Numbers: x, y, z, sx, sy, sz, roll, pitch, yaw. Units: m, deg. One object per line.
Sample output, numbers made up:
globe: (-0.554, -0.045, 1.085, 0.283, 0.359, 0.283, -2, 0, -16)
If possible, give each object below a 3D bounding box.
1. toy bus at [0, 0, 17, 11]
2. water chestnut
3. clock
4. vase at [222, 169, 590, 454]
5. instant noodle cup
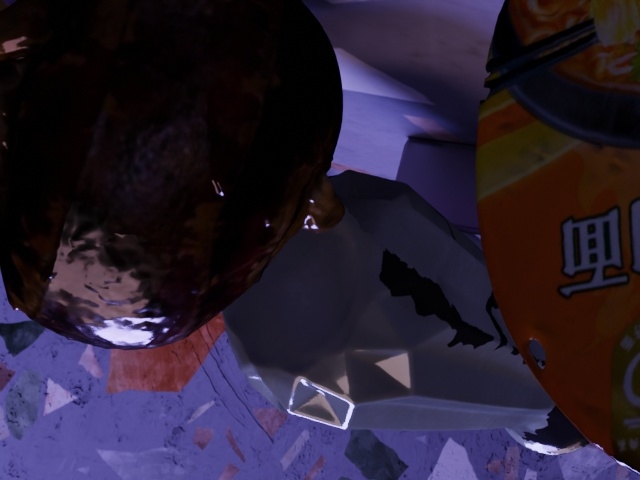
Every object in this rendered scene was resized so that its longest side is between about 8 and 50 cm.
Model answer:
toy bus: (-0.292, -0.140, 0.979, 0.274, 0.112, 0.090, 11, 169, 34)
water chestnut: (-0.108, -0.060, 0.806, 0.238, 0.223, 0.224, 10, 174, -16)
clock: (0.165, -0.010, 1.068, 0.197, 0.063, 0.150, 10, 168, 36)
vase: (0.087, 0.066, 1.033, 0.165, 0.165, 0.360, 11, 173, 37)
instant noodle cup: (0.192, -0.027, 0.468, 0.182, 0.230, 0.230, 12, 176, -39)
